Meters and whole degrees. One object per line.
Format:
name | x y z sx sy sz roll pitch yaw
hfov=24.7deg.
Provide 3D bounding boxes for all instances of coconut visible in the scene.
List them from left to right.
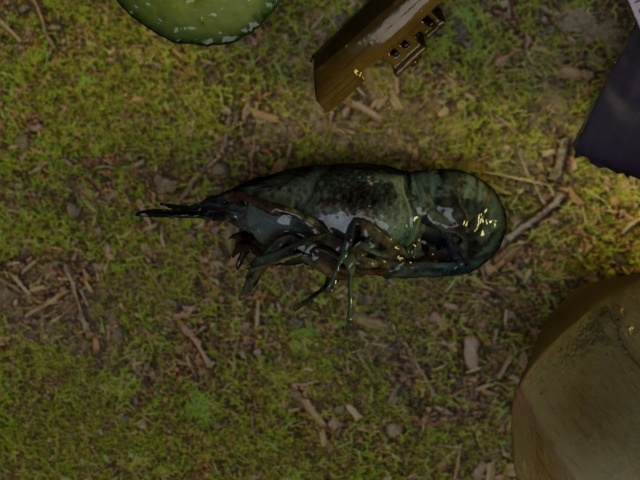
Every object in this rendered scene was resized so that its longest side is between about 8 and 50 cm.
coconut | 0.350 0.180 1.430 0.353 0.352 0.352 3 112 7

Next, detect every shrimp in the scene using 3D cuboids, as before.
shrimp | 0.002 0.000 1.469 0.372 0.172 0.137 -9 115 4

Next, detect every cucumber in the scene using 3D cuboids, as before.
cucumber | -0.125 -0.285 1.401 0.191 0.130 0.191 3 116 6

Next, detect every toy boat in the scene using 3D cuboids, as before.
toy boat | 0.074 -0.204 1.438 0.206 0.064 0.072 -39 116 20

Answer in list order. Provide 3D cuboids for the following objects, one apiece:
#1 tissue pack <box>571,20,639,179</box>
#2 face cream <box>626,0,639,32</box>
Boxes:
tissue pack | 0.436 -0.112 1.319 0.344 0.125 0.242 30 106 21
face cream | 0.380 -0.272 1.232 0.274 0.096 0.154 -23 99 20
